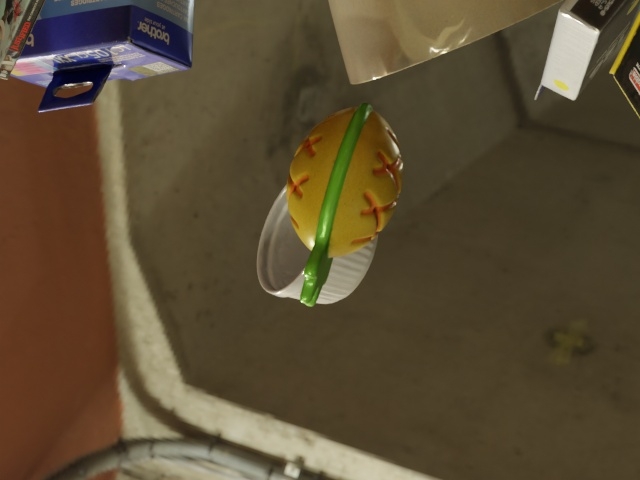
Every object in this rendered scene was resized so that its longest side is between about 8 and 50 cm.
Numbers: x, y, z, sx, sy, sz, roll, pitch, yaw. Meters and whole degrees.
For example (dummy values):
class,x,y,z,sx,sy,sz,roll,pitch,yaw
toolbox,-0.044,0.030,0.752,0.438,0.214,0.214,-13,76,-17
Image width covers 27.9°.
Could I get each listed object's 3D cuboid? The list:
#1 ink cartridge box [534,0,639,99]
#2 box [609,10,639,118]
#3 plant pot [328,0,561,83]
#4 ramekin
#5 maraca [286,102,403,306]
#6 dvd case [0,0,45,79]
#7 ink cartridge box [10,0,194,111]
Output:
class,x,y,z,sx,sy,sz,roll,pitch,yaw
ink cartridge box,0.390,-0.324,1.601,0.303,0.072,0.307,-53,-13,-8
box,0.372,-0.129,1.023,0.079,0.322,0.257,-1,-43,-22
plant pot,0.091,-0.324,1.221,0.256,0.256,0.274,-37,-74,-52
ramekin,0.000,0.000,1.998,0.109,0.207,0.207,21,-98,-28
maraca,0.015,-0.032,1.134,0.127,0.099,0.185,38,-111,-79
dvd case,-0.234,-0.199,1.018,0.013,0.087,0.119,12,-46,-28
ink cartridge box,-0.315,-0.367,1.788,0.151,0.270,0.395,14,-105,-58
